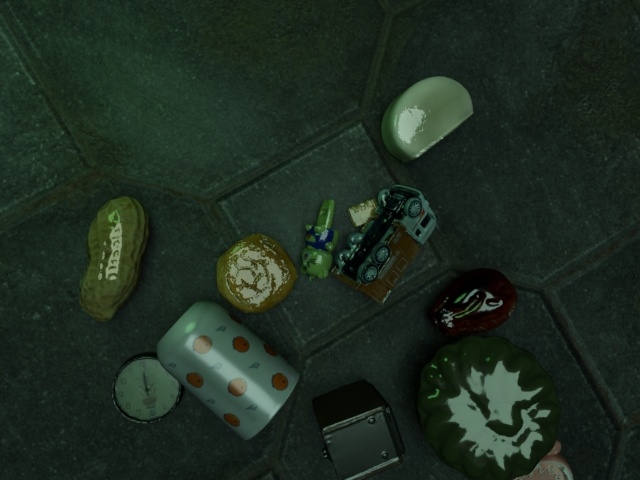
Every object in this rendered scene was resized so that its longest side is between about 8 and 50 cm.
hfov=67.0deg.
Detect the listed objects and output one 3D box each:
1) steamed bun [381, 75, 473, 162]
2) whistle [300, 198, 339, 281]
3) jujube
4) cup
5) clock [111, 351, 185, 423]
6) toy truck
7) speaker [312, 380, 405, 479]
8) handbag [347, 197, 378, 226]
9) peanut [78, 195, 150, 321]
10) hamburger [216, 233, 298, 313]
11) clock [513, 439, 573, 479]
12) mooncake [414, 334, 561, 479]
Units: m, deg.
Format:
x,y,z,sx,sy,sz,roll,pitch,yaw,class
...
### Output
x,y,z,sx,sy,sz,roll,pitch,yaw,class
0.274,-0.339,1.311,0.242,0.146,0.164,-37,98,-6,steamed bun
0.000,0.000,1.298,0.085,0.105,0.227,12,91,-42,whistle
0.414,0.176,1.321,0.237,0.168,0.168,-28,93,-3,jujube
-0.238,0.308,1.210,0.317,0.212,0.212,43,85,-4,cup
-0.453,0.387,1.268,0.185,0.040,0.184,0,90,-7,clock
0.182,0.013,1.294,0.162,0.136,0.305,39,84,-36,toy truck
0.087,0.480,1.236,0.193,0.231,0.153,-20,92,-6,speaker
0.122,-0.077,1.350,0.083,0.027,0.061,-20,92,-6,handbag
-0.525,0.047,1.217,0.153,0.140,0.325,18,92,12,peanut
-0.172,0.091,1.278,0.214,0.108,0.213,1,86,-10,hamburger
0.579,0.663,1.351,0.227,0.142,0.241,-30,102,-3,clock
0.420,0.422,1.245,0.357,0.194,0.356,-3,77,14,mooncake
